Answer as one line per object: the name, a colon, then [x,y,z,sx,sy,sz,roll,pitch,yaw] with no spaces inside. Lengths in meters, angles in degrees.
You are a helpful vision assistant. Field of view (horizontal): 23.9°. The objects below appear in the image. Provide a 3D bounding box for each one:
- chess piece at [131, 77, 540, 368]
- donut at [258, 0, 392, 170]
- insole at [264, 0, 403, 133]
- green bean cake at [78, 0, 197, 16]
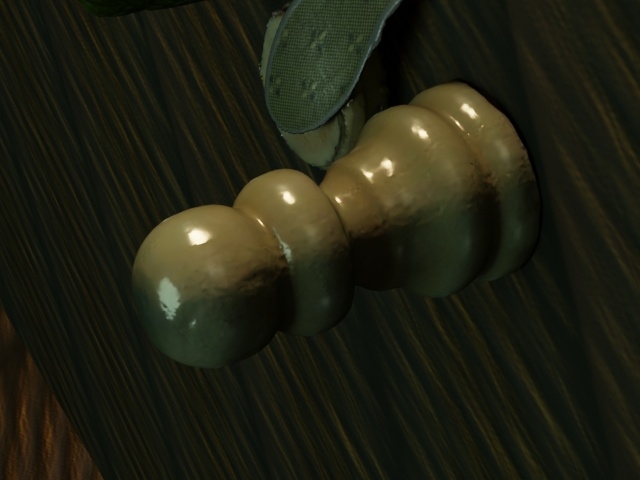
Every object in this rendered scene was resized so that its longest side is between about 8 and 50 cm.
chess piece: [0.000,0.000,1.245,0.182,0.330,0.182,45,146,41]
donut: [0.008,-0.150,1.437,0.174,0.068,0.174,43,142,47]
insole: [0.027,-0.202,1.319,0.109,0.007,0.322,59,138,16]
green bean cake: [-0.127,-0.286,1.429,0.248,0.222,0.125,-166,66,-69]
